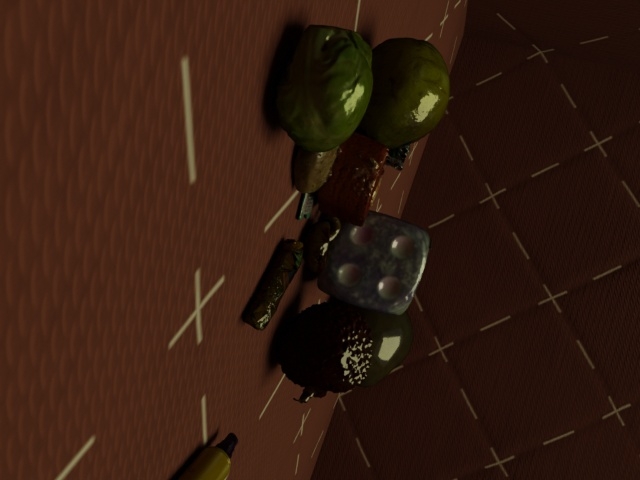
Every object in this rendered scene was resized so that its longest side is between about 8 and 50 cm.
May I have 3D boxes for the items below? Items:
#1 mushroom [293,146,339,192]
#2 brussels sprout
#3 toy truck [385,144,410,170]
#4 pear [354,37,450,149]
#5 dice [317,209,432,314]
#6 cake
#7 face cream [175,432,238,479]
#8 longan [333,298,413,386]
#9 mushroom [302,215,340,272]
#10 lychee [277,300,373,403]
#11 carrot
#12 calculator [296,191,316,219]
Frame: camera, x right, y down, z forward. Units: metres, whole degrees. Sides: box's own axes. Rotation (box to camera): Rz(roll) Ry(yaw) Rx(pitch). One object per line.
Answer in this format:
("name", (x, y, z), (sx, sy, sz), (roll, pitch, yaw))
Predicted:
("mushroom", (-0.007, -0.201, 1.117), (0.094, 0.072, 0.209), (7, 102, -67))
("brussels sprout", (0.014, -0.263, 0.925), (0.223, 0.161, 0.223), (-57, 165, -25))
("toy truck", (0.281, -0.361, 1.950), (0.216, 0.116, 0.110), (93, 21, -69))
("pear", (0.195, -0.365, 1.313), (0.321, 0.269, 0.269), (-55, 162, -17))
("dice", (0.151, 0.055, 1.546), (0.270, 0.272, 0.270), (-99, -153, -89))
("cake", (0.072, -0.144, 1.289), (0.283, 0.151, 0.176), (100, 14, -74))
("face cream", (-0.243, 0.490, 1.079), (0.273, 0.078, 0.078), (-38, 144, -66))
("longan", (0.186, 0.365, 2.031), (0.404, 0.336, 0.404), (32, 52, -53))
("mushroom", (-0.002, -0.001, 1.384), (0.135, 0.080, 0.170), (111, 1, -68))
("lychee", (0.011, 0.315, 1.460), (0.264, 0.264, 0.300), (76, 37, -66))
("carrot", (-0.102, 0.098, 1.166), (0.069, 0.069, 0.228), (85, 28, -59))
("calculator", (-0.025, -0.117, 1.262), (0.094, 0.019, 0.141), (-20, 128, -68))
